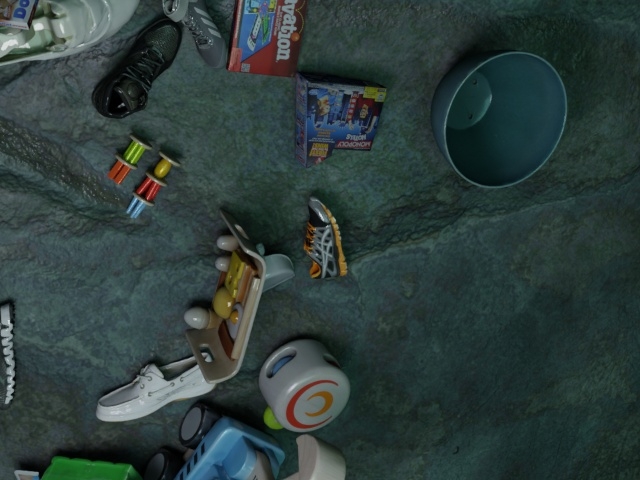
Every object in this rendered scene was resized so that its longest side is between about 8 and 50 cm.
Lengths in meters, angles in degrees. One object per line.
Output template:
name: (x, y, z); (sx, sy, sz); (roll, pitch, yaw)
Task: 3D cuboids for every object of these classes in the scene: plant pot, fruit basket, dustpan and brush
plant pot: (0.352, -0.282, 1.910); (0.290, 0.195, 0.290); (-9, 116, -18)
fruit basket: (-0.494, 0.649, 1.965); (0.327, 0.165, 0.353); (4, 120, 10)
dustpan and brush: (-0.125, 0.059, 1.914); (0.147, 0.211, 0.060); (-25, 78, -12)

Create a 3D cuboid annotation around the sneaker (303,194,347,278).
sneaker: (0.000, 0.000, 1.965); (0.083, 0.084, 0.215); (-19, 119, -8)

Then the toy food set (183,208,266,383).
toy food set: (-0.211, 0.113, 1.849); (0.092, 0.220, 0.306); (8, 110, -25)

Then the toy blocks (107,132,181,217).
toy blocks: (-0.370, -0.125, 1.776); (0.123, 0.054, 0.148); (30, 100, -30)

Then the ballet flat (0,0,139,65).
ballet flat: (-0.503, -0.373, 1.568); (0.400, 0.139, 0.139); (-20, 119, -13)

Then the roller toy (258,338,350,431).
roller toy: (-0.038, 0.332, 2.060); (0.209, 0.146, 0.191); (-5, 124, -26)

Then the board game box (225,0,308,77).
board game box: (-0.096, -0.467, 1.748); (0.145, 0.027, 0.281); (1, 112, -23)

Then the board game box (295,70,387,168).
board game box: (0.023, -0.247, 1.869); (0.194, 0.060, 0.194); (1, 119, -29)

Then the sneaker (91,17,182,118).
sneaker: (-0.333, -0.316, 1.663); (0.227, 0.130, 0.087); (-46, 122, -1)

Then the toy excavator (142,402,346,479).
toy excavator: (-0.155, 0.526, 1.925); (0.222, 0.445, 0.433); (33, 98, -31)

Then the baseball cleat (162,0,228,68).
baseball cleat: (-0.244, -0.411, 1.672); (0.109, 0.072, 0.206); (-43, 121, -46)

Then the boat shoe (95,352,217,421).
boat shoe: (-0.366, 0.313, 1.954); (0.277, 0.098, 0.096); (-18, 118, -24)

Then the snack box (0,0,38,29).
snack box: (-0.510, -0.442, 1.521); (0.064, 0.178, 0.022); (9, 155, -2)

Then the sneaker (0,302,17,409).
sneaker: (-0.676, 0.238, 1.807); (0.106, 0.078, 0.234); (-1, 109, -18)
